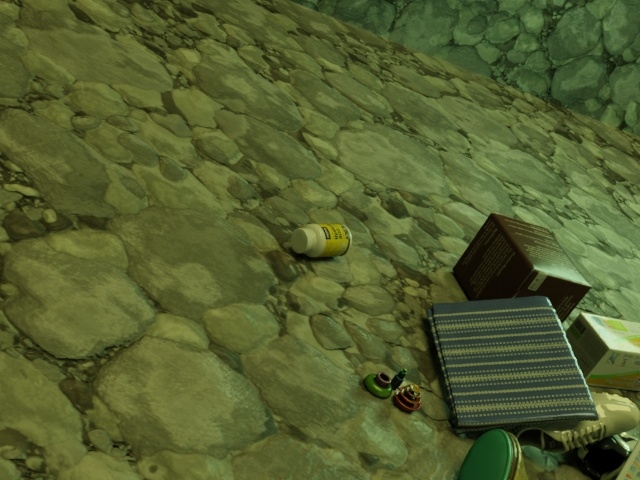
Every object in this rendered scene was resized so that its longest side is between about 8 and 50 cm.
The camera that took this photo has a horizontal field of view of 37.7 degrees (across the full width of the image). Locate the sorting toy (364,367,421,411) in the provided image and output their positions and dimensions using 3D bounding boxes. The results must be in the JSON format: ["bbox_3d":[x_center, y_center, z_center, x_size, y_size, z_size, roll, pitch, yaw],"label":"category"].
[{"bbox_3d":[0.126,0.237,1.543,0.102,0.042,0.061,30,27,-1],"label":"sorting toy"}]

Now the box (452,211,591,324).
[{"bbox_3d":[0.416,0.077,1.964,0.167,0.168,0.203,15,32,-30],"label":"box"}]

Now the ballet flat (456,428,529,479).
[{"bbox_3d":[0.247,0.406,1.327,0.123,0.123,0.348,31,26,1],"label":"ballet flat"}]

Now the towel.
[{"bbox_3d":[0.330,0.214,1.677,0.243,0.040,0.336,-5,34,0],"label":"towel"}]

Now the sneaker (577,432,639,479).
[{"bbox_3d":[0.549,0.402,1.636,0.235,0.094,0.153,36,29,10],"label":"sneaker"}]

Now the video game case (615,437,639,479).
[{"bbox_3d":[0.574,0.435,1.396,0.300,0.036,0.329,14,31,31],"label":"video game case"}]

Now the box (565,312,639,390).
[{"bbox_3d":[0.613,0.236,1.966,0.203,0.103,0.114,11,33,-33],"label":"box"}]

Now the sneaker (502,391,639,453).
[{"bbox_3d":[0.428,0.319,1.600,0.235,0.090,0.095,-4,34,7],"label":"sneaker"}]

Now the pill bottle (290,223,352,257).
[{"bbox_3d":[0.000,0.000,1.793,0.116,0.065,0.065,-2,42,-46],"label":"pill bottle"}]
